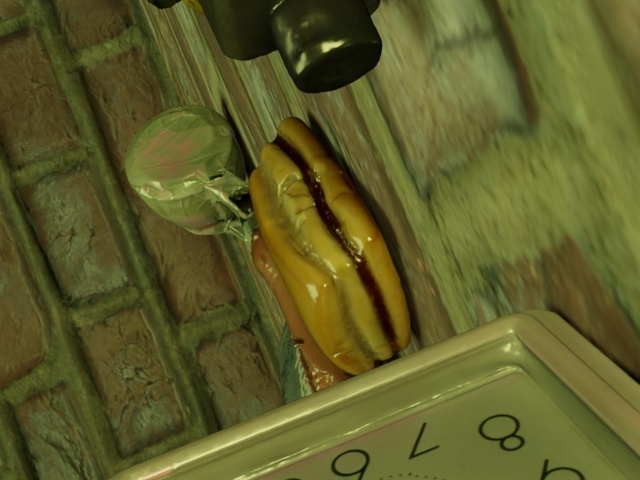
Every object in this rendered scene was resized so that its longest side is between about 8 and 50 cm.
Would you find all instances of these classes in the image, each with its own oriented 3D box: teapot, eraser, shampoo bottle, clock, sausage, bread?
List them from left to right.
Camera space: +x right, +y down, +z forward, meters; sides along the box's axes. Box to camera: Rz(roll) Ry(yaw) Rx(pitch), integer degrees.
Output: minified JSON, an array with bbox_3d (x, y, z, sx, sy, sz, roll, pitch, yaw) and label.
[{"bbox_3d":[-0.157,-0.089,1.392,0.178,0.222,0.163,62,-140,-59],"label":"teapot"},{"bbox_3d":[-0.040,-0.177,0.413,0.079,0.080,0.246,89,158,-75],"label":"shampoo bottle"},{"bbox_3d":[-0.002,0.138,0.895,0.212,0.046,0.091,-100,24,-56],"label":"eraser"},{"bbox_3d":[0.000,0.000,0.697,0.116,0.077,0.200,64,177,-38],"label":"bread"},{"bbox_3d":[0.012,0.085,0.826,0.304,0.078,0.078,-120,11,-45],"label":"sausage"},{"bbox_3d":[0.026,0.107,0.314,0.150,0.197,0.063,-127,18,-64],"label":"clock"}]

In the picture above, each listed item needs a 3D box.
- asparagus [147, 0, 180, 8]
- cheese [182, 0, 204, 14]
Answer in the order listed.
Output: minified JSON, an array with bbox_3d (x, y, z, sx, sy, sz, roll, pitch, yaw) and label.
[{"bbox_3d":[-0.182,-0.356,0.986,0.277,0.067,0.060,90,-175,-61],"label":"asparagus"},{"bbox_3d":[-0.058,-0.190,0.580,0.250,0.064,0.156,41,155,53],"label":"cheese"}]
